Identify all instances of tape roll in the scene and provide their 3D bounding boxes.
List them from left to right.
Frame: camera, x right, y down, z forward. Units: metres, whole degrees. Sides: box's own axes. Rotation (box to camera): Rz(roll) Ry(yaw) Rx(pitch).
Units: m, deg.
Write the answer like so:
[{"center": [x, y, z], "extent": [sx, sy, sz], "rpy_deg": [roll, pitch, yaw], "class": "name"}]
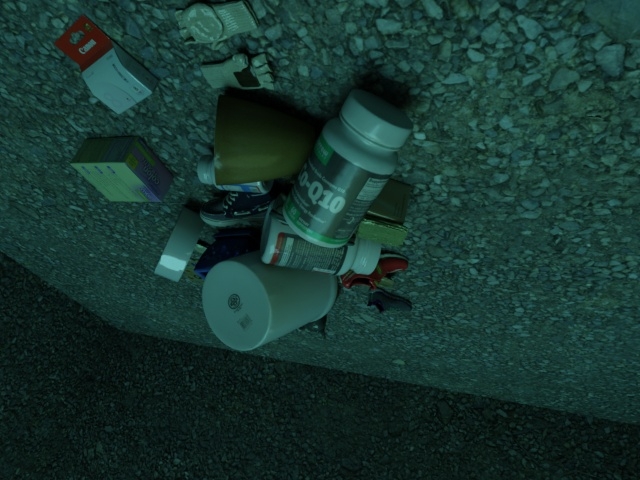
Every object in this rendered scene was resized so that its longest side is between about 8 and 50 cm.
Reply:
[{"center": [-0.547, 0.015, 1.878], "extent": [0.100, 0.286, 0.286], "rpy_deg": [24, 151, -16], "class": "tape roll"}]

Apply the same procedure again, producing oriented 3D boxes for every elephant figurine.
[{"center": [-0.093, 0.374, 2.389], "extent": [0.239, 0.186, 0.170], "rpy_deg": [-2, 114, 7], "class": "elephant figurine"}]

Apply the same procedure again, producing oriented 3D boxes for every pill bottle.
[{"center": [-0.263, -0.216, 1.493], "extent": [0.221, 0.124, 0.124], "rpy_deg": [7, 150, 16], "class": "pill bottle"}, {"center": [0.000, 0.000, 1.555], "extent": [0.362, 0.211, 0.210], "rpy_deg": [11, 153, -14], "class": "pill bottle"}, {"center": [0.064, -0.174, 1.202], "extent": [0.204, 0.204, 0.361], "rpy_deg": [23, 122, -13], "class": "pill bottle"}]

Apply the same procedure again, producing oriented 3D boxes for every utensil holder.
[{"center": [-0.175, 0.180, 1.701], "extent": [0.327, 0.328, 0.385], "rpy_deg": [-6, -176, 34], "class": "utensil holder"}]

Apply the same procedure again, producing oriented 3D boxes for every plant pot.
[{"center": [-0.335, 0.087, 1.974], "extent": [0.235, 0.212, 0.236], "rpy_deg": [-3, 146, 31], "class": "plant pot"}, {"center": [-0.147, -0.259, 1.288], "extent": [0.254, 0.237, 0.237], "rpy_deg": [2, 152, -7], "class": "plant pot"}]

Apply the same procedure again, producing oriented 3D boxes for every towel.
[{"center": [0.180, -0.027, 1.411], "extent": [0.148, 0.027, 0.110], "rpy_deg": [13, 151, 2], "class": "towel"}]

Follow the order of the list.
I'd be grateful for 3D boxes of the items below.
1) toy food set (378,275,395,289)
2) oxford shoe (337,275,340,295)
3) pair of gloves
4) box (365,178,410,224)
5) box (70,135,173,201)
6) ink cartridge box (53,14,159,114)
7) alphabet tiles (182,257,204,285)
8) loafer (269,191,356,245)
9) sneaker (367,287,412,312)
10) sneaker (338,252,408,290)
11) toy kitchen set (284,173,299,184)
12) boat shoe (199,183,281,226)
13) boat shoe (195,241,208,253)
[{"center": [0.241, 0.150, 1.958], "extent": [0.132, 0.039, 0.192], "rpy_deg": [12, 165, 21], "class": "toy food set"}, {"center": [0.020, 0.238, 2.150], "extent": [0.122, 0.130, 0.348], "rpy_deg": [11, 151, 8], "class": "oxford shoe"}, {"center": [-0.225, -0.451, 1.140], "extent": [0.204, 0.042, 0.240], "rpy_deg": [5, 149, 19], "class": "pair of gloves"}, {"center": [0.098, -0.128, 1.450], "extent": [0.310, 0.148, 0.121], "rpy_deg": [17, 151, -5], "class": "box"}, {"center": [-0.679, -0.242, 1.659], "extent": [0.242, 0.118, 0.214], "rpy_deg": [3, 149, 23], "class": "box"}, {"center": [-0.584, -0.459, 1.292], "extent": [0.189, 0.066, 0.232], "rpy_deg": [-11, 146, 39], "class": "ink cartridge box"}, {"center": [-0.617, 0.166, 2.466], "extent": [0.285, 0.011, 0.342], "rpy_deg": [-9, 143, 38], "class": "alphabet tiles"}, {"center": [-0.011, -0.060, 1.390], "extent": [0.267, 0.084, 0.096], "rpy_deg": [19, -173, -12], "class": "loafer"}, {"center": [0.303, 0.294, 2.144], "extent": [0.223, 0.098, 0.083], "rpy_deg": [24, 151, -15], "class": "sneaker"}, {"center": [0.205, 0.129, 1.815], "extent": [0.278, 0.119, 0.107], "rpy_deg": [-10, 148, -10], "class": "sneaker"}, {"center": [-0.102, -0.200, 1.489], "extent": [0.068, 0.075, 0.083], "rpy_deg": [33, 143, -27], "class": "toy kitchen set"}, {"center": [-0.283, -0.144, 1.653], "extent": [0.340, 0.127, 0.158], "rpy_deg": [-3, 141, 16], "class": "boat shoe"}, {"center": [-0.550, 0.020, 2.143], "extent": [0.132, 0.042, 0.049], "rpy_deg": [23, 130, -13], "class": "boat shoe"}]
